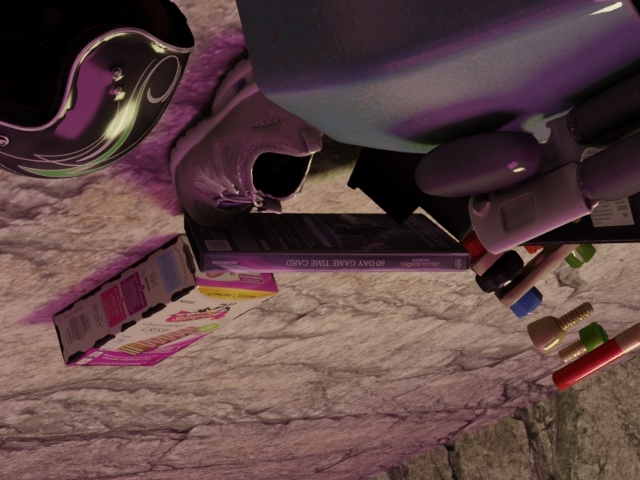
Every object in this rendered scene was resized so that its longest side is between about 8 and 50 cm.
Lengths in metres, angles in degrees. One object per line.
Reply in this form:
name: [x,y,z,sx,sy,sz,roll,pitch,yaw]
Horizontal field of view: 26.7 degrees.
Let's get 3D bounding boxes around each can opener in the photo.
can opener: [0.180,-0.062,0.875,0.093,0.074,0.280,4,160,-40]

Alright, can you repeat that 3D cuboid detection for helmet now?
helmet: [-0.187,-0.122,0.950,0.161,0.169,0.169,-44,154,17]

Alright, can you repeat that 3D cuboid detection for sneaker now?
sneaker: [-0.072,-0.067,1.291,0.105,0.115,0.281,-12,160,-22]

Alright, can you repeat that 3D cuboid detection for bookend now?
bookend: [0.120,-0.062,1.415,0.072,0.157,0.156,-44,170,-23]

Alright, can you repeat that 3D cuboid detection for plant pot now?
plant pot: [0.078,-0.187,0.927,0.252,0.247,0.248,-21,162,19]

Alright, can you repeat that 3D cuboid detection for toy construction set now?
toy construction set: [0.306,-0.016,1.575,0.237,0.308,0.257,-34,166,23]

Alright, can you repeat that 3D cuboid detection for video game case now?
video game case: [0.000,0.000,1.430,0.274,0.026,0.196,1,-167,-11]

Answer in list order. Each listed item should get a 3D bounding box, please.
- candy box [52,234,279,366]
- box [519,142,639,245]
candy box: [-0.190,0.080,1.659,0.233,0.071,0.159,-32,158,30]
box: [0.331,-0.075,1.139,0.318,0.097,0.395,-14,-179,-9]
